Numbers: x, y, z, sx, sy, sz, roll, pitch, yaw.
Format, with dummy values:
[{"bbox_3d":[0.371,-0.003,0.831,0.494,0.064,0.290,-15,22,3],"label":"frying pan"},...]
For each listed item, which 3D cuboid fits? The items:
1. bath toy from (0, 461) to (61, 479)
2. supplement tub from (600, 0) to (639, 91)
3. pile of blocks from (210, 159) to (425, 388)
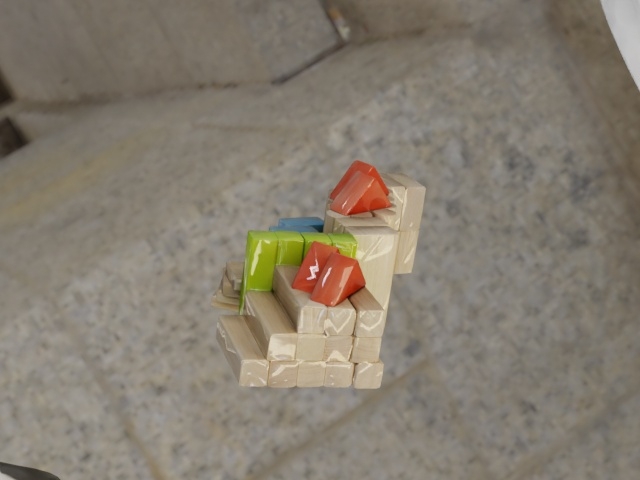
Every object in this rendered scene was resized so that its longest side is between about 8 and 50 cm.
[{"bbox_3d":[-0.185,0.119,0.503,0.348,0.151,0.129,26,176,18],"label":"bath toy"},{"bbox_3d":[0.388,-0.187,1.021,0.228,0.316,0.228,48,-155,-32],"label":"supplement tub"},{"bbox_3d":[0.000,0.000,1.121,0.362,0.149,0.112,-62,-19,-70],"label":"pile of blocks"}]
